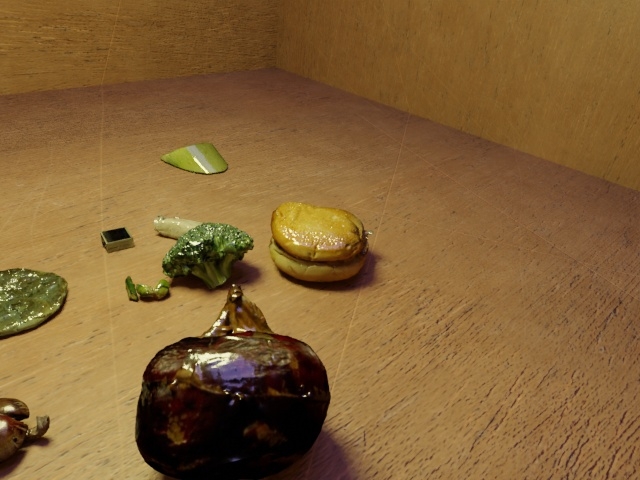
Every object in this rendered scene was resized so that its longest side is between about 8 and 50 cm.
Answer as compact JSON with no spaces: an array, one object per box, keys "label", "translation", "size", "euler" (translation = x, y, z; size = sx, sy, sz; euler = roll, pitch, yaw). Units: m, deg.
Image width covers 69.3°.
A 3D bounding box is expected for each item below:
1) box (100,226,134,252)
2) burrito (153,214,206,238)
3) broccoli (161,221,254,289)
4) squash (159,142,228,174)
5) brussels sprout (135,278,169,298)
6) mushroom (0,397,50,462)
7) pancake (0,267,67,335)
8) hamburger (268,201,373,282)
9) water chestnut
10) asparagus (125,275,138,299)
[{"label":"box","translation":[-0.624,-0.004,1.416],"size":[0.083,0.035,0.079],"euler":[-16,38,-33]},{"label":"burrito","translation":[-0.423,-0.035,1.481],"size":[0.226,0.060,0.087],"euler":[10,31,5]},{"label":"broccoli","translation":[-0.313,0.038,1.287],"size":[0.176,0.198,0.226],"euler":[39,65,-9]},{"label":"squash","translation":[-0.523,-0.331,1.980],"size":[0.237,0.155,0.204],"euler":[-23,6,-36]},{"label":"brussels sprout","translation":[-0.442,0.131,1.225],"size":[0.083,0.046,0.051],"euler":[-11,41,-24]},{"label":"mushroom","translation":[-0.580,0.342,0.831],"size":[0.170,0.080,0.135],"euler":[-8,45,-17]},{"label":"pancake","translation":[-0.763,0.146,1.151],"size":[0.253,0.037,0.253],"euler":[6,32,-4]},{"label":"hamburger","translation":[0.000,0.000,1.400],"size":[0.314,0.170,0.290],"euler":[9,35,2]},{"label":"water chestnut","translation":[-0.150,0.251,0.834],"size":[0.335,0.335,0.347],"euler":[-1,64,-12]},{"label":"asparagus","translation":[-0.509,0.126,1.242],"size":[0.021,0.025,0.108],"euler":[9,22,-36]}]
